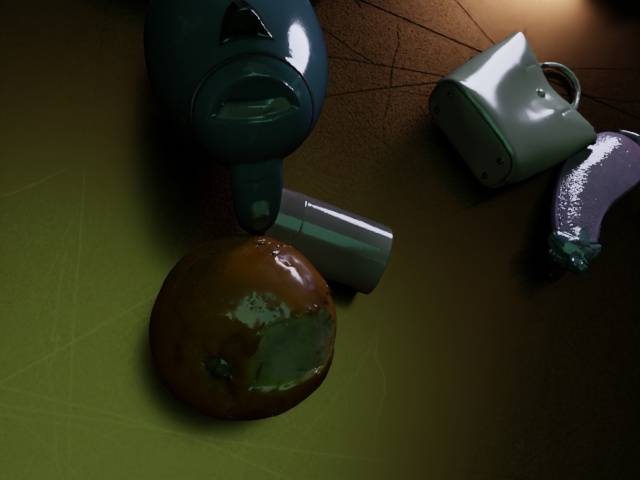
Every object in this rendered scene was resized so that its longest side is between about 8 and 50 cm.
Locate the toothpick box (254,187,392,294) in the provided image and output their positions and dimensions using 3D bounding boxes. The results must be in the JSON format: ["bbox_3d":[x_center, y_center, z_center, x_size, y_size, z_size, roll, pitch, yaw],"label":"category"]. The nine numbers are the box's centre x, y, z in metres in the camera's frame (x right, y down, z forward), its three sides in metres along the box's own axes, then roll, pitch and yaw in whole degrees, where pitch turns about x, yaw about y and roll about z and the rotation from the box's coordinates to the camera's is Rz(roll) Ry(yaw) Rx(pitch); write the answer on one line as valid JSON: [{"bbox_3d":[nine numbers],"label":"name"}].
[{"bbox_3d":[0.000,0.000,1.145,0.181,0.111,0.111,19,68,-12],"label":"toothpick box"}]

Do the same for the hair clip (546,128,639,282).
[{"bbox_3d":[0.454,-0.076,1.336,0.358,0.110,0.095,-55,134,-28],"label":"hair clip"}]

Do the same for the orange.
[{"bbox_3d":[-0.097,0.110,1.009,0.240,0.240,0.240,5,71,-16],"label":"orange"}]

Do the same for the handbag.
[{"bbox_3d":[0.348,-0.234,1.336,0.315,0.109,0.241,-30,82,-27],"label":"handbag"}]

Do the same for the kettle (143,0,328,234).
[{"bbox_3d":[-0.099,-0.180,1.042,0.247,0.319,0.342,-9,34,-7],"label":"kettle"}]

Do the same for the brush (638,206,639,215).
[{"bbox_3d":[0.692,0.016,1.381,0.323,0.070,0.051,32,67,-8],"label":"brush"}]
